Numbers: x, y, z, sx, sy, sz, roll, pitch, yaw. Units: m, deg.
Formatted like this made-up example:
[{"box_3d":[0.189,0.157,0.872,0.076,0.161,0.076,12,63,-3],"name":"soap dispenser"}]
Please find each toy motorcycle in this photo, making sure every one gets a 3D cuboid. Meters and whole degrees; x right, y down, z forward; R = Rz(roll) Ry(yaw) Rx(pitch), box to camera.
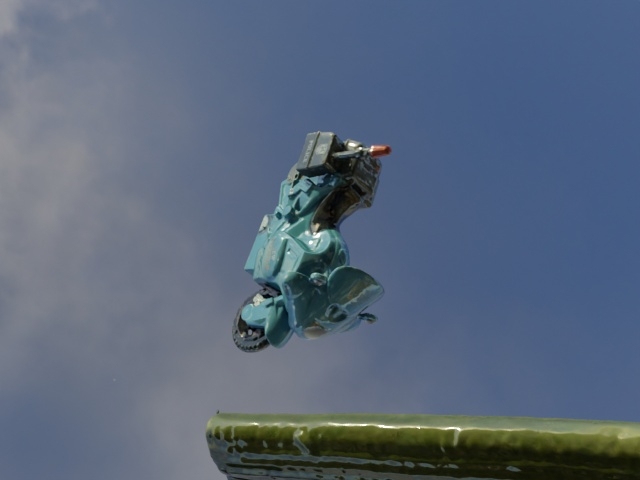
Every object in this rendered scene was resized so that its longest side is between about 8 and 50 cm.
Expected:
[{"box_3d":[0.000,0.000,0.882,0.123,0.182,0.272,40,-121,-41],"name":"toy motorcycle"}]

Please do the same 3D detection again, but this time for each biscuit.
[{"box_3d":[0.080,0.137,0.440,0.038,0.322,0.099,-59,-44,-46],"name":"biscuit"}]
